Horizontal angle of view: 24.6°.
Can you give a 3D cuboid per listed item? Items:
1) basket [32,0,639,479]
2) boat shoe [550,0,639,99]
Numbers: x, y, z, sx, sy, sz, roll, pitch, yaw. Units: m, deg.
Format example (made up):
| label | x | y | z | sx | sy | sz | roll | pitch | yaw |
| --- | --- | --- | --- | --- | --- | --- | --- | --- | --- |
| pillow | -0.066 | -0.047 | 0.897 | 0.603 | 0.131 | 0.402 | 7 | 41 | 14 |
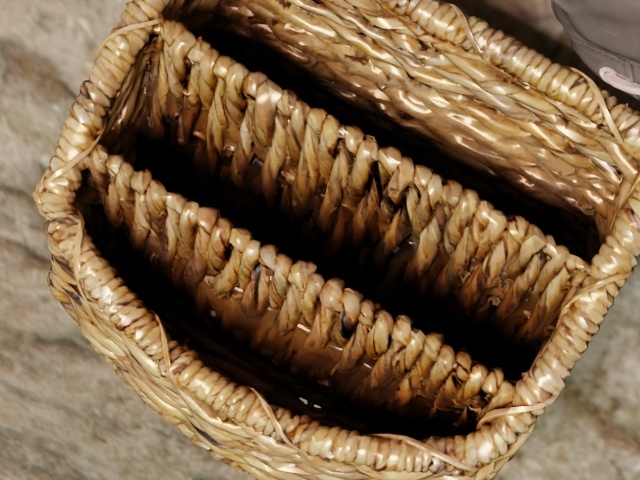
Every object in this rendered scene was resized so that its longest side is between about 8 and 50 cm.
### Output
| label | x | y | z | sx | sy | sz | roll | pitch | yaw |
| --- | --- | --- | --- | --- | --- | --- | --- | --- | --- |
| basket | 0.000 | 0.000 | 0.794 | 0.299 | 0.213 | 0.223 | 31 | 151 | 6 |
| boat shoe | 0.258 | -0.083 | 0.667 | 0.335 | 0.112 | 0.095 | 25 | 153 | 28 |
